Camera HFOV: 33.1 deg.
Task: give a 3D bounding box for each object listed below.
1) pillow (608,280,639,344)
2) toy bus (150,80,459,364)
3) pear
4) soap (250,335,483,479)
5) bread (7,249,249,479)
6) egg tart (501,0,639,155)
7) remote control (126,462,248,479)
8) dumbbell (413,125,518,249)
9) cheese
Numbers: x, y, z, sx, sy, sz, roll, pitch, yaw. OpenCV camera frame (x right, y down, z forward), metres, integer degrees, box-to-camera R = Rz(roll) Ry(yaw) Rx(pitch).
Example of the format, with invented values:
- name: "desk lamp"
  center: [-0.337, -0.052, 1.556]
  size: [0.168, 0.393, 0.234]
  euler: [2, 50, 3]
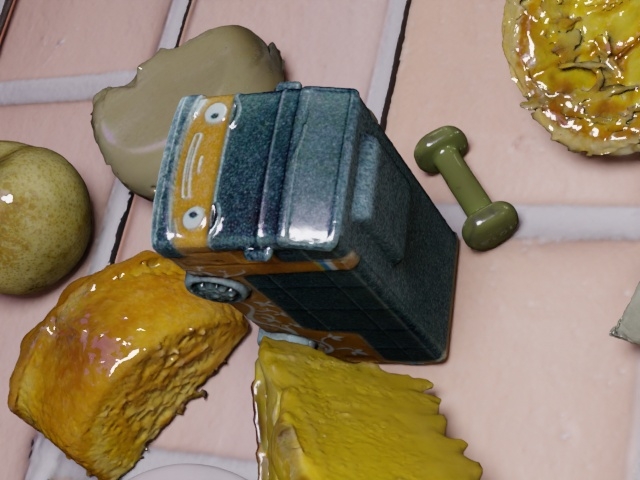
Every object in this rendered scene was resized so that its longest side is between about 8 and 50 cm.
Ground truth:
- name: "pillow"
  center: [0.333, 0.001, 0.797]
  size: [0.148, 0.050, 0.229]
  euler: [26, 81, 22]
- name: "toy bus"
  center: [0.000, 0.000, 0.843]
  size: [0.167, 0.275, 0.138]
  euler: [-2, 65, 25]
- name: "pear"
  center: [-0.318, -0.026, 1.105]
  size: [0.167, 0.137, 0.167]
  euler: [-6, 79, 34]
- name: "soap"
  center: [0.049, 0.179, 0.709]
  size: [0.169, 0.304, 0.338]
  euler: [6, 62, -18]
- name: "bread"
  center: [-0.183, 0.106, 0.978]
  size: [0.143, 0.139, 0.229]
  euler: [40, 89, 28]
- name: "egg tart"
  center: [0.274, -0.181, 0.900]
  size: [0.252, 0.098, 0.232]
  euler: [-40, 73, 8]
- name: "remote control"
  center: [-0.115, 0.339, 0.838]
  size: [0.221, 0.103, 0.332]
  euler: [-9, 61, 16]
- name: "dumbbell"
  center: [0.126, -0.047, 0.941]
  size: [0.052, 0.046, 0.118]
  euler: [-31, 56, 4]
- name: "cheese"
  center: [-0.122, -0.129, 1.085]
  size: [0.202, 0.091, 0.175]
  euler: [-33, 55, 7]
